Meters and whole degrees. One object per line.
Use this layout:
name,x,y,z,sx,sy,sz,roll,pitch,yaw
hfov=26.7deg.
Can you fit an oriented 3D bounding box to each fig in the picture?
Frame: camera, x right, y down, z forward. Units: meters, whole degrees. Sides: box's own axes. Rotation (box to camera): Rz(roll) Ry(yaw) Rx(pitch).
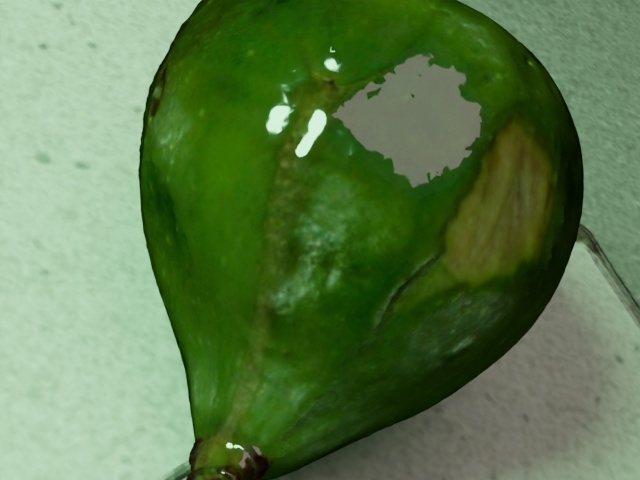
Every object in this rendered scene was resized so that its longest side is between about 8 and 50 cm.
fig,0.000,0.000,0.571,0.195,0.195,0.245,30,77,-3
